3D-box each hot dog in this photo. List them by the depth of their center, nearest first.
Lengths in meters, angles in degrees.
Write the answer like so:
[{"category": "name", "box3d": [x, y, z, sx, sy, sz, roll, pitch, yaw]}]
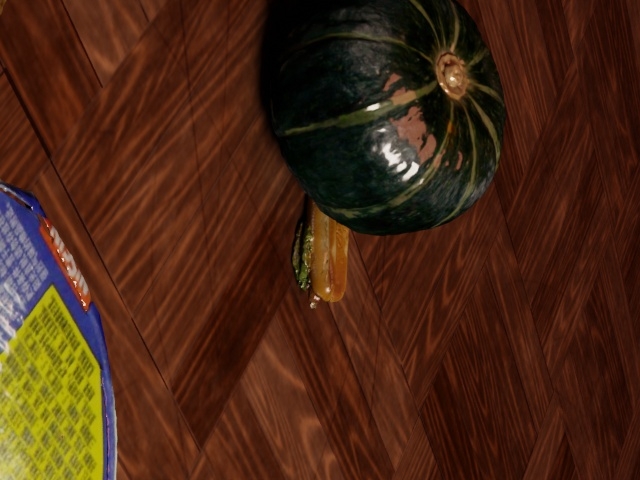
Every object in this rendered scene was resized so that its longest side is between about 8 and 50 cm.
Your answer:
[{"category": "hot dog", "box3d": [0.000, 0.000, 1.482, 0.056, 0.041, 0.133, 31, 58, -60]}]

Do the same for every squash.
[{"category": "squash", "box3d": [0.062, -0.127, 1.428, 0.252, 0.165, 0.252, 20, 64, -46]}]

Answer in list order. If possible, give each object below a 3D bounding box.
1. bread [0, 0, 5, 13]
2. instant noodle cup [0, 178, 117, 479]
[{"category": "bread", "box3d": [-0.251, -0.205, 0.882, 0.230, 0.123, 0.230, -1, 91, -62]}, {"category": "instant noodle cup", "box3d": [-0.289, 0.096, 0.629, 0.284, 0.312, 0.284, -8, 99, -63]}]
